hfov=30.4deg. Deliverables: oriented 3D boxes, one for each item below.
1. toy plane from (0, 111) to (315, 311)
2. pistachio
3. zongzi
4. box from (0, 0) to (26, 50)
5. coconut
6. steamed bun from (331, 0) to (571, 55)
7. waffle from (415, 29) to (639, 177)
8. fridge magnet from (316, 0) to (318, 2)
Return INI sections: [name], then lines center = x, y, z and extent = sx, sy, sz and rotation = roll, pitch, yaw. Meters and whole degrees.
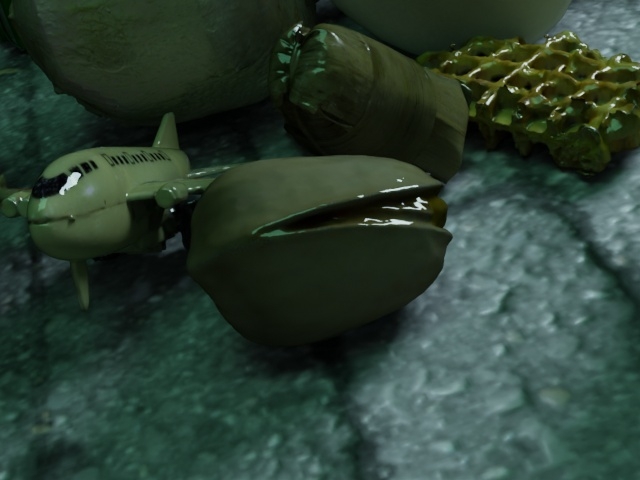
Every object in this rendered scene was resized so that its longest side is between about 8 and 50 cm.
[toy plane]
center = -0.123, -0.025, 0.750
extent = 0.229, 0.092, 0.244
rotation = -3, 16, 13
[pistachio]
center = 0.000, 0.000, 0.658
extent = 0.149, 0.113, 0.113
rotation = -18, 32, -2
[zongzi]
center = -0.009, -0.095, 0.777
extent = 0.176, 0.160, 0.079
rotation = 12, 82, 43
[box]
center = -0.253, -0.303, 1.236
extent = 0.250, 0.103, 0.180
rotation = -29, 35, -19
[coconut]
center = -0.129, -0.196, 0.916
extent = 0.230, 0.227, 0.227
rotation = -10, 32, 18
[steamed bun]
center = 0.079, -0.246, 0.906
extent = 0.164, 0.241, 0.146
rotation = -40, 17, 31
[waffle]
center = 0.135, -0.096, 0.803
extent = 0.160, 0.046, 0.192
rotation = -16, 32, -4
[fridge magnet]
center = -0.095, -0.366, 1.055
extent = 0.363, 0.364, 0.155
rotation = -4, 9, 19
